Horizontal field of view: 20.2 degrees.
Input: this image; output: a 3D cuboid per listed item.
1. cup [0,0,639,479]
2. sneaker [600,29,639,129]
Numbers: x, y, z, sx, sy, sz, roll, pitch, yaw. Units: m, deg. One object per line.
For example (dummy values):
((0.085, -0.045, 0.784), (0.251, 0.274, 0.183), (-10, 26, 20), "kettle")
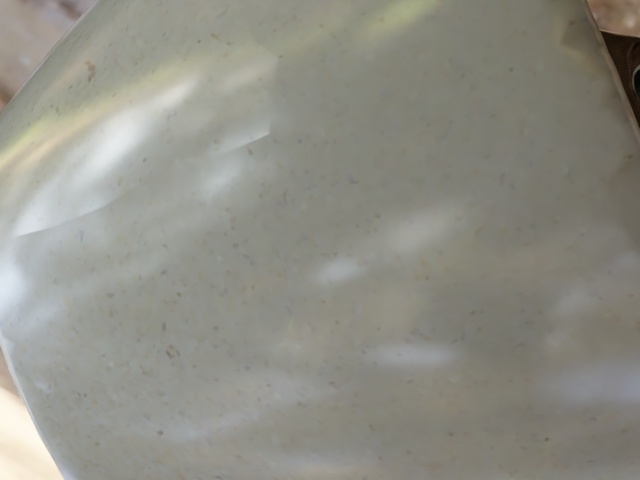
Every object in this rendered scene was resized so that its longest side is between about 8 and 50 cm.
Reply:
((0.000, 0.000, 0.724), (0.331, 0.237, 0.331), (-21, -90, -87), "cup")
((0.106, -0.013, 0.663), (0.071, 0.188, 0.066), (1, 139, 9), "sneaker")
